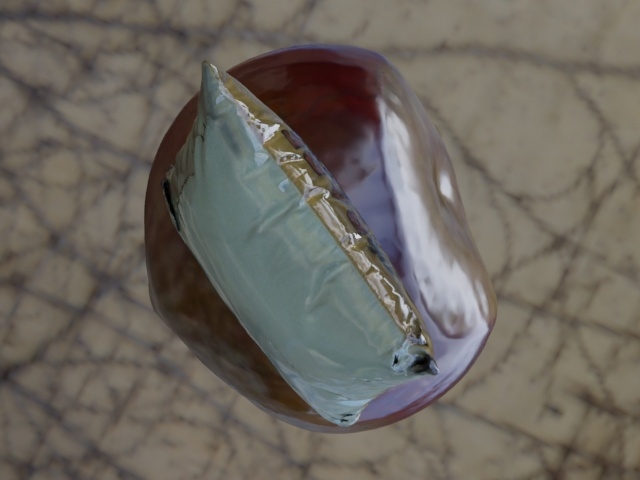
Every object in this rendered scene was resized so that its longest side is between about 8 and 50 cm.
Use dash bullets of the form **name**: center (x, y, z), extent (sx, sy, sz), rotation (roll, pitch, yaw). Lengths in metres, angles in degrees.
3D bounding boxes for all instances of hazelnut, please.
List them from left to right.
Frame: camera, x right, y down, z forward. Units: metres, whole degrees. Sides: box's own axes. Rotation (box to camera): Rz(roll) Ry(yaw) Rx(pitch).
- **hazelnut**: center (0.000, 0.000, 1.915), extent (0.359, 0.359, 0.409), rotation (-28, 105, -76)

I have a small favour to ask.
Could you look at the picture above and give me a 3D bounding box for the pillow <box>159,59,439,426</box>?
- **pillow**: center (-0.028, 0.017, 1.570), extent (0.119, 0.310, 0.312), rotation (-32, 173, -16)
